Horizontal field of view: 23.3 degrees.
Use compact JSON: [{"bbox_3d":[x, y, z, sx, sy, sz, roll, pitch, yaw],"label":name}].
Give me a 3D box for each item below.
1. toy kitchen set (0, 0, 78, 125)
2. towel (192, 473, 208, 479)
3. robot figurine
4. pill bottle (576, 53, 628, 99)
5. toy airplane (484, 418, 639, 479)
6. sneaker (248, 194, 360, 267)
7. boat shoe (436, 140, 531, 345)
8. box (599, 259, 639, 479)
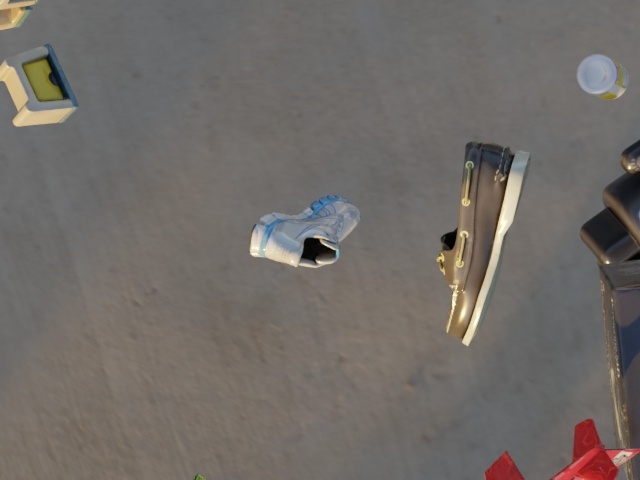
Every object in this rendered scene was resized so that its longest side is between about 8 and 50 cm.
[{"bbox_3d":[-0.272,-0.245,1.682,0.122,0.207,0.166,-19,79,-39],"label":"toy kitchen set"},{"bbox_3d":[-0.097,0.266,1.474,0.083,0.009,0.060,40,52,-19],"label":"towel"},{"bbox_3d":[0.487,-0.045,2.069,0.278,0.209,0.174,-35,69,4],"label":"robot figurine"},{"bbox_3d":[0.307,-0.175,1.679,0.083,0.043,0.043,4,98,-66],"label":"pill bottle"},{"bbox_3d":[0.154,0.181,1.075,0.151,0.151,0.028,-48,119,-9],"label":"toy airplane"},{"bbox_3d":[0.000,0.000,1.877,0.190,0.083,0.071,-21,131,-51],"label":"sneaker"},{"bbox_3d":[0.159,0.002,1.610,0.068,0.081,0.228,17,118,8],"label":"boat shoe"},{"bbox_3d":[0.266,0.096,1.168,0.093,0.158,0.156,-6,95,6],"label":"box"}]
